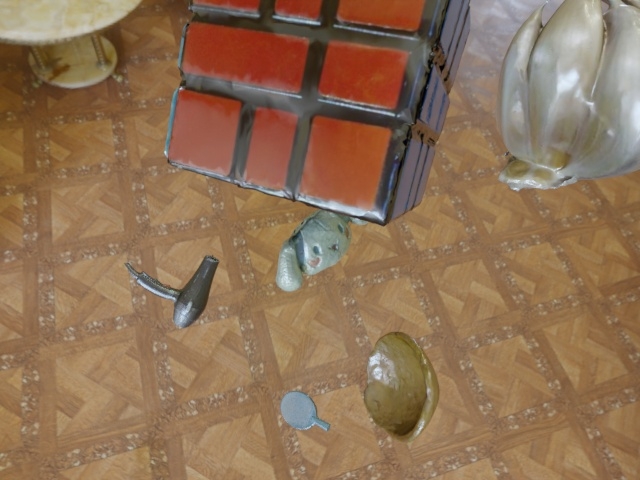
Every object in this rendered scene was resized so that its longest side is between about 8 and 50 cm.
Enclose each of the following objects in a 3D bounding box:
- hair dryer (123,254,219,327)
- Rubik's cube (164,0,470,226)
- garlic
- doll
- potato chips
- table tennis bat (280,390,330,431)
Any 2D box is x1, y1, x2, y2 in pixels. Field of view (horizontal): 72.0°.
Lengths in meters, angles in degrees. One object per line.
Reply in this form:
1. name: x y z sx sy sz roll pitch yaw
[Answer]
1. hair dryer: -0.451 0.114 1.299 0.272 0.091 0.235 25 97 -13
2. Rubik's cube: 0.013 -0.197 0.563 0.294 0.283 0.288 19 15 14
3. garlic: 0.361 -0.193 0.574 0.210 0.291 0.237 -27 52 -37
4. doll: 0.000 0.000 0.760 0.214 0.103 0.072 -39 30 -22
5. potato chips: 0.147 0.260 0.777 0.062 0.208 0.195 5 39 -21
6. table tennis bat: -0.042 0.473 1.202 0.155 0.019 0.100 20 94 25
